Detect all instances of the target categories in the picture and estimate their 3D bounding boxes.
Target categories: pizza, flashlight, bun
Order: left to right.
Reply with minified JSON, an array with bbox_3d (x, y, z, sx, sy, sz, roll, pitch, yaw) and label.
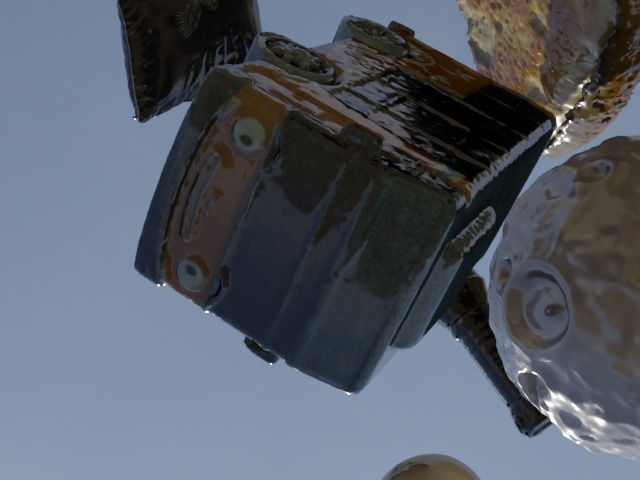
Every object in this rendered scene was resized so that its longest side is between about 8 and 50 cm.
[{"bbox_3d":[0.154,0.385,1.390,0.172,0.120,0.173,0,-96,3],"label":"bun"},{"bbox_3d":[0.225,0.140,1.263,0.093,0.093,0.232,-16,-124,-34],"label":"flashlight"},{"bbox_3d":[0.230,-0.325,1.098,0.130,0.440,0.406,-23,-113,-12],"label":"pizza"}]

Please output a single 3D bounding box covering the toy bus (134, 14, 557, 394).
[{"bbox_3d":[0.035,-0.043,0.702,0.194,0.162,0.323,32,-154,12],"label":"toy bus"}]

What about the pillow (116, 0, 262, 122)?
[{"bbox_3d":[-0.131,-0.215,1.049,0.208,0.055,0.141,-29,-65,-49],"label":"pillow"}]

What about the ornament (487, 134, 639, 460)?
[{"bbox_3d":[0.329,0.058,1.003,0.337,0.337,0.337,13,-127,-18],"label":"ornament"}]
